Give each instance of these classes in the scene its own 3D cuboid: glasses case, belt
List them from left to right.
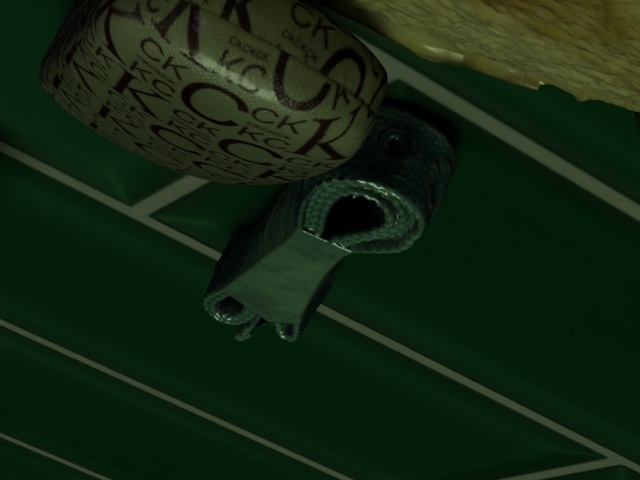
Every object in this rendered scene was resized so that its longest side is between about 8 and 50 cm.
[{"bbox_3d":[-0.066,-0.084,0.843,0.137,0.085,0.355,26,175,-14],"label":"glasses case"},{"bbox_3d":[0.000,0.000,1.091,0.087,0.072,0.302,23,154,-11],"label":"belt"}]

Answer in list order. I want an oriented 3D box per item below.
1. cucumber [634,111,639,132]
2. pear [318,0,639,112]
[{"bbox_3d":[0.258,-0.128,0.660,0.145,0.105,0.325,-2,165,-30],"label":"cucumber"},{"bbox_3d":[0.072,-0.170,0.526,0.340,0.191,0.386,24,180,-24],"label":"pear"}]
